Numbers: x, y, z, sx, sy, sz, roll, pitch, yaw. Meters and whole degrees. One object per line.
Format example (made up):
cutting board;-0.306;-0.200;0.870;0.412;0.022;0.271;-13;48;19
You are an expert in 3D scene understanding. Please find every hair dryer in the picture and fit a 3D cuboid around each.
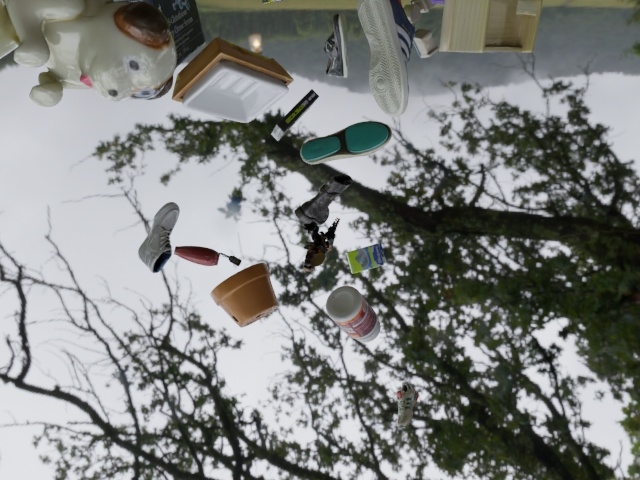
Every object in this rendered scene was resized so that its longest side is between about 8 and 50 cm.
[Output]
hair dryer;-0.515;0.082;2.308;0.224;0.080;0.294;-4;161;36

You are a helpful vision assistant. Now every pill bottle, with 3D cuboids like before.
pill bottle;0.112;0.243;1.696;0.121;0.221;0.121;-14;-126;20

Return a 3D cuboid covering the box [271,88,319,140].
box;-0.096;-0.453;1.921;0.184;0.045;0.191;-45;-171;-8

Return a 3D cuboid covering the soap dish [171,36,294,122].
soap dish;-0.258;-0.465;1.551;0.229;0.118;0.291;-28;162;35

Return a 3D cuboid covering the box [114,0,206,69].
box;-0.518;-0.713;1.516;0.212;0.395;0.293;-1;-144;12

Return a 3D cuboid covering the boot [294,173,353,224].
boot;0.037;-0.161;1.997;0.229;0.091;0.263;-42;171;21

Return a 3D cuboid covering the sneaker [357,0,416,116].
sneaker;0.217;-0.537;1.504;0.148;0.349;0.131;-25;-159;-39

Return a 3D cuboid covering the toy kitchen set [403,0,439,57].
toy kitchen set;0.357;-0.701;1.649;0.207;0.166;0.122;-38;-152;-2

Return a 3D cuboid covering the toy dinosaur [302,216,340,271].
toy dinosaur;0.000;0.000;2.589;0.165;0.218;0.321;6;-128;7

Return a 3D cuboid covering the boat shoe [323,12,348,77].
boat shoe;0.048;-0.605;1.655;0.079;0.233;0.084;6;-117;6

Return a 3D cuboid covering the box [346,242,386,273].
box;0.222;0.084;2.518;0.178;0.108;0.042;-16;-176;-4

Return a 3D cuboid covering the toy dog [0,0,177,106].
toy dog;-0.503;-0.448;1.139;0.408;0.284;0.395;35;-129;8

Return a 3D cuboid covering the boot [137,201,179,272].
boot;-0.567;-0.005;1.929;0.123;0.258;0.095;41;-163;33

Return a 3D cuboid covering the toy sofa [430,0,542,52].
toy sofa;0.436;-0.581;1.412;0.177;0.150;0.363;19;-153;36

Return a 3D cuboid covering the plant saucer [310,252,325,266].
plant saucer;-0.009;0.095;2.497;0.083;0.015;0.083;-23;-140;21

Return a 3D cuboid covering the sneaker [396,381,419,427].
sneaker;0.268;0.534;1.723;0.057;0.075;0.161;-32;-167;39

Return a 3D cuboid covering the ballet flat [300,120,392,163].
ballet flat;0.070;-0.241;1.325;0.249;0.086;0.086;-6;-159;26

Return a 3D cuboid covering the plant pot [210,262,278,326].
plant pot;-0.327;0.261;2.406;0.291;0.203;0.291;-31;169;-7

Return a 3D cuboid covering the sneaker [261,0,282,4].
sneaker;-0.151;-0.791;1.705;0.083;0.035;0.031;-8;166;3
